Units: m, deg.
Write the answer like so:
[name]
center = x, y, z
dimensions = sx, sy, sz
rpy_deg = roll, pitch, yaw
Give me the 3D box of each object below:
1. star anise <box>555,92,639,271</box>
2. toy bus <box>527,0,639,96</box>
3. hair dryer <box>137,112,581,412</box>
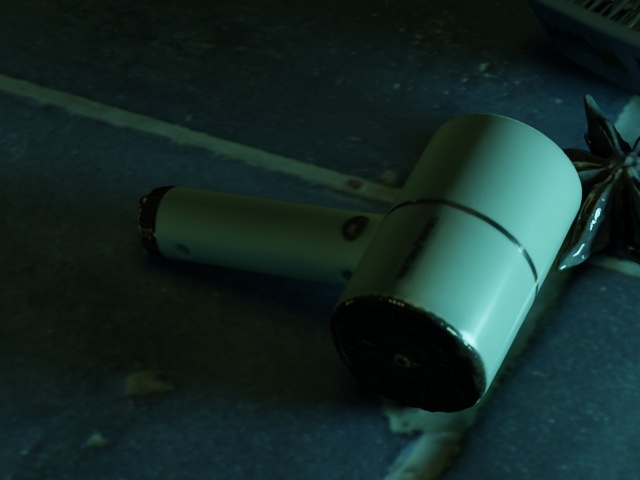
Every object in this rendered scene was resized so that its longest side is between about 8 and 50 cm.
[star anise]
center = 0.234, -0.038, 1.597
dimensions = 0.180, 0.061, 0.204
rpy_deg = -28, 44, -17
[toy bus]
center = 0.288, -0.190, 1.649
dimensions = 0.136, 0.109, 0.330
rpy_deg = -35, 22, -4
[hair dryer]
center = 0.000, 0.000, 1.530
dimensions = 0.362, 0.128, 0.203
rpy_deg = 9, 51, 30
